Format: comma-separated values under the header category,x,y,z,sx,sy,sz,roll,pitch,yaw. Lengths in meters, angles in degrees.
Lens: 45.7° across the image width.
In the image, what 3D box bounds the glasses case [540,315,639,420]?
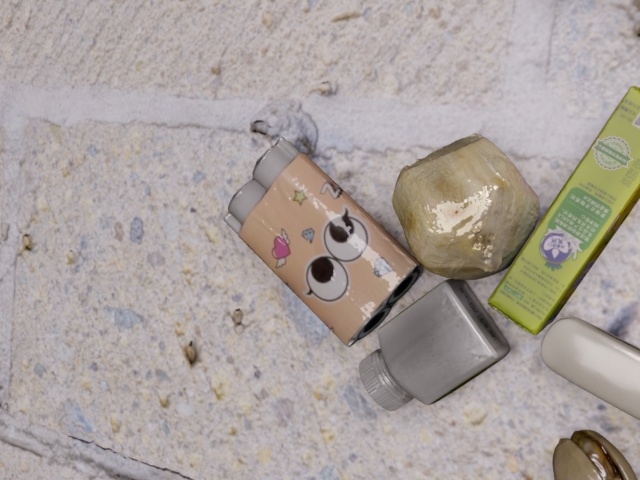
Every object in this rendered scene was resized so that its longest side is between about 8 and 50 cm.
category,x,y,z,sx,sy,sz,roll,pitch,yaw
glasses case,0.381,0.169,0.970,0.204,0.051,0.081,31,107,23

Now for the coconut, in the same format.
category,x,y,z,sx,sy,sz,roll,pitch,yaw
coconut,0.189,-0.035,0.986,0.194,0.194,0.194,1,93,28

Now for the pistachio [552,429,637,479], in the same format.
category,x,y,z,sx,sy,sz,roll,pitch,yaw
pistachio,0.352,0.318,0.970,0.113,0.113,0.149,-25,66,26

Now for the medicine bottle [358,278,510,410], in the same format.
category,x,y,z,sx,sy,sz,roll,pitch,yaw
medicine bottle,0.151,0.157,1.070,0.188,0.088,0.132,-39,75,24

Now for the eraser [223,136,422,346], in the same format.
category,x,y,z,sx,sy,sz,roll,pitch,yaw
eraser,0.000,0.000,1.144,0.290,0.087,0.171,45,109,18

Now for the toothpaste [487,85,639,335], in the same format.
category,x,y,z,sx,sy,sz,roll,pitch,yaw
toothpaste,0.337,-0.035,0.952,0.077,0.110,0.327,36,108,19
